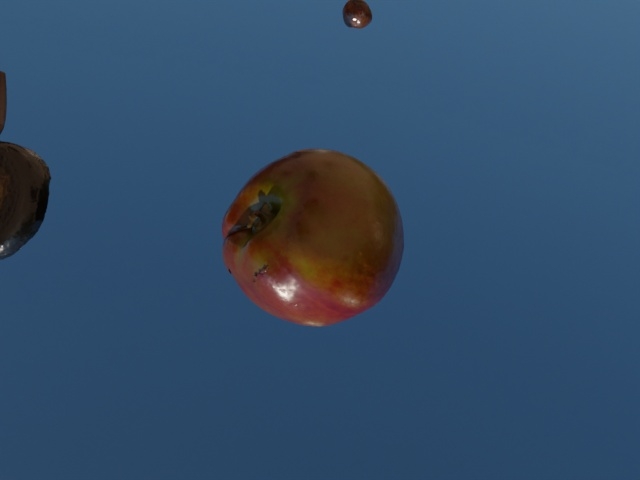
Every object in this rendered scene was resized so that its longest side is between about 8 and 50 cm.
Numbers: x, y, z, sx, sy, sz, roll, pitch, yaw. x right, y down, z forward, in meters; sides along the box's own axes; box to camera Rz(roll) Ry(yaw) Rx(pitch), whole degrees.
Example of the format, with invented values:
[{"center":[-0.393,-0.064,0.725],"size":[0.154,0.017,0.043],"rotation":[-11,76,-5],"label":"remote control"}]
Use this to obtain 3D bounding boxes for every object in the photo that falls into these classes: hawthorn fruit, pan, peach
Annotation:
[{"center":[0.080,-0.518,2.025],"size":[0.067,0.103,0.066],"rotation":[-4,-123,7],"label":"hawthorn fruit"},{"center":[-0.311,-0.081,0.866],"size":[0.115,0.040,0.212],"rotation":[-22,-117,19],"label":"pan"},{"center":[0.000,0.000,0.937],"size":[0.198,0.197,0.197],"rotation":[7,-143,-6],"label":"peach"}]
